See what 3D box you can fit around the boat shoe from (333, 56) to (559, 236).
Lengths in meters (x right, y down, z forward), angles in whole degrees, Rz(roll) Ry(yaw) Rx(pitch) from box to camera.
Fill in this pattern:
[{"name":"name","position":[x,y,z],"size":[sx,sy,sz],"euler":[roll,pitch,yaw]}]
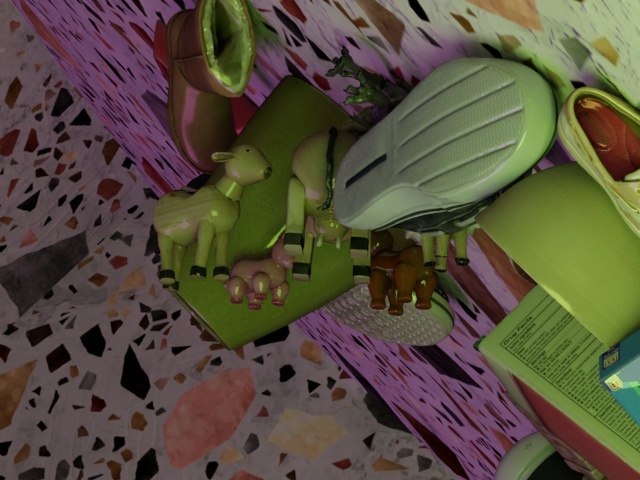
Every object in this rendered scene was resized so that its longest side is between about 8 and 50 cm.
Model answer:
[{"name":"boat shoe","position":[0.128,-0.077,1.291],"size":[0.119,0.121,0.335],"euler":[8,169,-23]}]

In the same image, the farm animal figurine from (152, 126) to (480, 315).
[{"name":"farm animal figurine","position":[-0.010,-0.038,1.633],"size":[0.330,0.172,0.327],"euler":[8,162,-12]}]

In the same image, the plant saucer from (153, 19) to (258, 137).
[{"name":"plant saucer","position":[-0.160,-0.200,2.326],"size":[0.258,0.048,0.259],"euler":[43,172,21]}]

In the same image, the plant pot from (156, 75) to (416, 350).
[{"name":"plant pot","position":[-0.058,-0.010,1.871],"size":[0.275,0.293,0.275],"euler":[45,172,8]}]

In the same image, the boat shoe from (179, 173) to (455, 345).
[{"name":"boat shoe","position":[0.000,0.000,2.155],"size":[0.500,0.156,0.187],"euler":[26,155,34]}]

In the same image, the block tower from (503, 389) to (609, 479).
[{"name":"block tower","position":[0.366,0.271,1.806],"size":[0.335,0.091,0.097],"euler":[48,171,-11]}]

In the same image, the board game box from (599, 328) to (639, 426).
[{"name":"board game box","position":[0.331,0.125,1.072],"size":[0.210,0.160,0.047],"euler":[47,-158,-10]}]

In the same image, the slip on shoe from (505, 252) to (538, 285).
[{"name":"slip on shoe","position":[0.203,-0.006,1.496],"size":[0.135,0.051,0.041],"euler":[42,-146,-29]}]

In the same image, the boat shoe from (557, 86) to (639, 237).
[{"name":"boat shoe","position":[0.235,-0.046,1.062],"size":[0.170,0.063,0.059],"euler":[44,177,17]}]

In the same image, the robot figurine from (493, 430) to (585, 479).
[{"name":"robot figurine","position":[0.369,0.384,2.064],"size":[0.173,0.209,0.278],"euler":[23,-168,-49]}]

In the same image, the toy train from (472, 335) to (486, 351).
[{"name":"toy train","position":[0.238,0.151,2.096],"size":[0.017,0.024,0.083],"euler":[48,172,-9]}]

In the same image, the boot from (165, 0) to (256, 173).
[{"name":"boot","position":[-0.138,-0.194,1.862],"size":[0.269,0.089,0.236],"euler":[-163,59,-74]}]

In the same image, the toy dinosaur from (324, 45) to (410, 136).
[{"name":"toy dinosaur","position":[0.069,-0.136,1.468],"size":[0.118,0.064,0.268],"euler":[31,176,-23]}]

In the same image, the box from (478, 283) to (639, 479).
[{"name":"box","position":[0.287,0.135,1.358],"size":[0.232,0.148,0.127],"euler":[39,170,44]}]

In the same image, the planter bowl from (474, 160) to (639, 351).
[{"name":"planter bowl","position":[0.215,-0.002,1.153],"size":[0.162,0.109,0.162],"euler":[42,-174,-6]}]
